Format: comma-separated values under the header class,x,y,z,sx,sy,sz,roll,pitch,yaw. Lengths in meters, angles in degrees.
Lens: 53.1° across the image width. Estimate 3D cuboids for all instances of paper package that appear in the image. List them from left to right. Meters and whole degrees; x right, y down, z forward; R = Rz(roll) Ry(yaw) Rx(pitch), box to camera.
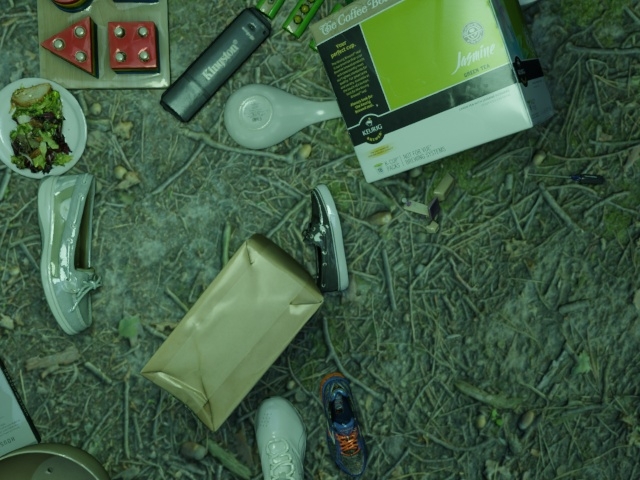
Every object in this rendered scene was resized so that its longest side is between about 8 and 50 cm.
class,x,y,z,sx,sy,sz,roll,pitch,yaw
paper package,-0.155,0.151,1.200,0.168,0.325,0.309,39,89,-5

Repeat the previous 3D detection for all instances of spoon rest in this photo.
class,x,y,z,sx,sy,sz,roll,pitch,yaw
spoon rest,-0.065,-0.265,1.327,0.276,0.084,0.137,-5,91,8

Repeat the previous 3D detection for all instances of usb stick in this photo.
class,x,y,z,sx,sy,sz,roll,pitch,yaw
usb stick,-0.214,-0.360,1.314,0.077,0.045,0.278,43,87,-6

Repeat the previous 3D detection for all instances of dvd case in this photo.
class,x,y,z,sx,sy,sz,roll,pitch,yaw
dvd case,-0.704,0.343,1.298,0.179,0.029,0.238,-24,95,-5

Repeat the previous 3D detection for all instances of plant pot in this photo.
class,x,y,z,sx,sy,sz,roll,pitch,yaw
plant pot,-0.524,0.513,1.240,0.284,0.191,0.284,0,92,-6

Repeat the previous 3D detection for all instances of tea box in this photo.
class,x,y,z,sx,sy,sz,roll,pitch,yaw
tea box,0.210,-0.320,1.194,0.329,0.220,0.323,-16,98,33

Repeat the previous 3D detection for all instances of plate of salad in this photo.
class,x,y,z,sx,sy,sz,roll,pitch,yaw
plate of salad,-0.567,-0.222,1.271,0.200,0.048,0.199,0,101,-1

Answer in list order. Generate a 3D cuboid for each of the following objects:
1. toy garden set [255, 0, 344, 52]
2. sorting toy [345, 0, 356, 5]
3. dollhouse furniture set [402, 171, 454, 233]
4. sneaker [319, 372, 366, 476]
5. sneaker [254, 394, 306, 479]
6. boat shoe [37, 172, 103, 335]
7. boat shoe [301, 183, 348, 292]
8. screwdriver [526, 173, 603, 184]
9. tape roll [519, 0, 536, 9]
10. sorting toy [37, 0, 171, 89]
class,x,y,z,sx,sy,sz,roll,pitch,yaw
toy garden set,-0.034,-0.538,1.324,0.244,0.049,0.204,33,89,-6
sorting toy,0.196,-0.503,1.305,0.275,0.132,0.046,13,64,-15
dollhouse furniture set,0.235,-0.091,1.387,0.081,0.091,0.114,21,62,33
sneaker,0.046,0.395,1.345,0.083,0.087,0.221,-17,93,-4
sneaker,-0.073,0.468,1.315,0.111,0.129,0.297,-10,92,-3
boat shoe,-0.485,0.026,1.268,0.103,0.118,0.320,-6,86,-1
boat shoe,0.000,0.000,1.333,0.076,0.080,0.228,-13,101,-15
screwdriver,0.539,-0.143,1.411,0.170,0.024,0.025,9,92,-1
tape roll,0.376,-0.616,1.338,0.286,0.100,0.286,0,91,-6
sorting toy,-0.436,-0.436,1.267,0.255,0.089,0.257,-2,92,-6
